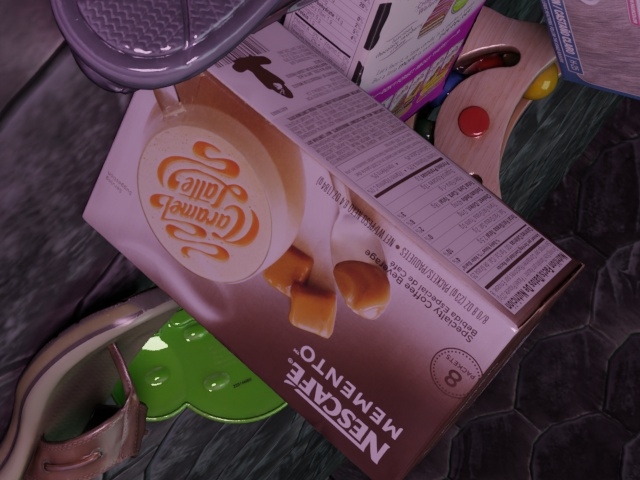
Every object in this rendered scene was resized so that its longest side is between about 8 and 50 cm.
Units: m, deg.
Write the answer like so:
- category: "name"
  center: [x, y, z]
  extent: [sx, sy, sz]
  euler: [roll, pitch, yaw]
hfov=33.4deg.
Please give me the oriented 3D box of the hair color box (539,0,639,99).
- category: "hair color box"
  center: [0.263, -0.282, 0.716]
  extent: [0.347, 0.105, 0.174]
  euler: [-62, 150, -13]

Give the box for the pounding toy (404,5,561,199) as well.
- category: "pounding toy"
  center: [0.121, -0.090, 0.948]
  extent: [0.269, 0.154, 0.155]
  euler: [-49, 167, -2]

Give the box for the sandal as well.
- category: "sandal"
  center: [-0.176, 0.146, 0.789]
  extent: [0.302, 0.086, 0.120]
  euler: [-56, 165, 25]

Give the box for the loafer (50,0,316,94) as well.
- category: "loafer"
  center: [0.002, -0.175, 0.501]
  extent: [0.302, 0.109, 0.095]
  euler: [-40, -177, -12]

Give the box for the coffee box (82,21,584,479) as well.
- category: "coffee box"
  center: [0.000, 0.000, 0.609]
  extent: [0.098, 0.246, 0.141]
  euler: [-31, 158, -52]

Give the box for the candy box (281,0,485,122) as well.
- category: "candy box"
  center: [0.048, -0.160, 0.703]
  extent: [0.159, 0.071, 0.233]
  euler: [-40, 164, -35]

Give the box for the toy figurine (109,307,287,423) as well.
- category: "toy figurine"
  center: [-0.101, 0.114, 0.937]
  extent: [0.173, 0.130, 0.159]
  euler: [-22, 168, -16]
